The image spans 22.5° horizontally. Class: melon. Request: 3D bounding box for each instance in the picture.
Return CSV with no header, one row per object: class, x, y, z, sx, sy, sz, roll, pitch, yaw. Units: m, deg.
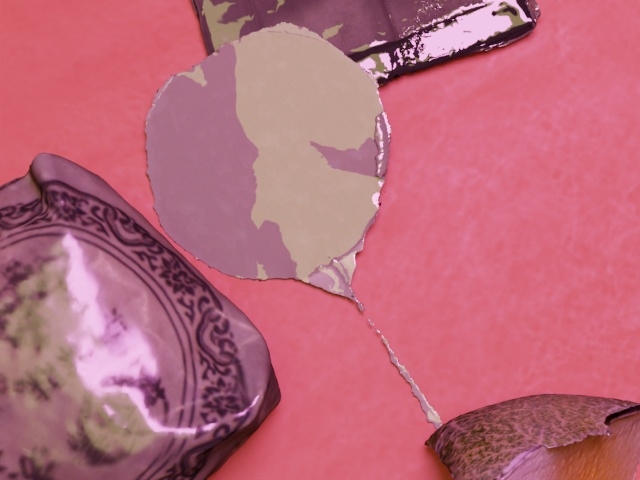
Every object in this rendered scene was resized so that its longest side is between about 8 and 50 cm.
melon,0.125,0.148,1.036,0.139,0.202,0.093,10,101,39

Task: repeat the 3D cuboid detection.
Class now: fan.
fan,0.000,0.000,1.109,0.182,0.010,0.310,-32,84,7

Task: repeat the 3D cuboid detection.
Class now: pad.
pad,0.021,-0.190,1.138,0.233,0.022,0.174,-19,80,1

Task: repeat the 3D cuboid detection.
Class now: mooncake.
mooncake,-0.182,0.088,1.045,0.254,0.136,0.250,-40,84,-3
